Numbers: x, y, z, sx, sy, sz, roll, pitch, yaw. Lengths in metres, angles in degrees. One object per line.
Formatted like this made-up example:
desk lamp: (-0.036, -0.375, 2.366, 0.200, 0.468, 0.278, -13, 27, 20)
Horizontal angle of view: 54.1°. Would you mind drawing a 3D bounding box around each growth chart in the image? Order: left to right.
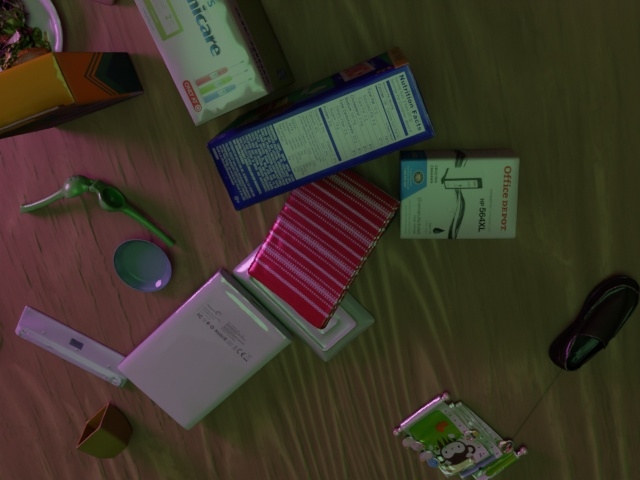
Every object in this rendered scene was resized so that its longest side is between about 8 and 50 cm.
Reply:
growth chart: (0.285, 0.422, 1.303, 0.237, 0.021, 0.172, 38, 108, -6)

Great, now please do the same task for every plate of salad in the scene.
plate of salad: (-0.559, -0.372, 1.113, 0.200, 0.048, 0.199, 2, 111, 6)

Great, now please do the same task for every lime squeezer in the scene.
lime squeezer: (-0.429, -0.064, 1.198, 0.311, 0.059, 0.109, 13, 108, 0)

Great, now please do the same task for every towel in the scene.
towel: (0.000, 0.000, 1.136, 0.199, 0.031, 0.274, 35, 100, 24)

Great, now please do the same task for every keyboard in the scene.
keyboard: (-0.517, 0.225, 1.321, 0.256, 0.014, 0.072, 29, 102, -4)

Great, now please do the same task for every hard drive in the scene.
hard drive: (-0.235, 0.226, 1.274, 0.307, 0.040, 0.203, -42, 100, 15)

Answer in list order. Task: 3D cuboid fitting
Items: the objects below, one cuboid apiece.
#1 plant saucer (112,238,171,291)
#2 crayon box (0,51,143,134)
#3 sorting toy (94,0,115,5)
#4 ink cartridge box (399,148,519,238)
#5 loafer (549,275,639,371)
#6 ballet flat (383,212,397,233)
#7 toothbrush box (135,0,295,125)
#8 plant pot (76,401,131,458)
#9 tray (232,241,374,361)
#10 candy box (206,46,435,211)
plant saucer: (-0.348, 0.046, 1.235, 0.119, 0.021, 0.119, 4, 117, 7)
crayon box: (-0.443, -0.231, 1.005, 0.203, 0.323, 0.083, -17, 105, 10)
sorting toy: (-0.474, -0.555, 1.060, 0.307, 0.041, 0.229, 17, 113, 0)
ink cartridge box: (0.242, -0.083, 1.113, 0.203, 0.086, 0.148, -1, 107, 6)
loafer: (0.521, 0.166, 1.169, 0.080, 0.078, 0.220, 29, 108, -4)
ballet flat: (0.053, 0.015, 1.167, 0.079, 0.077, 0.221, 35, 98, 23)
toothbrush box: (-0.150, -0.311, 0.975, 0.122, 0.283, 0.206, -22, 105, 11)
plant pot: (-0.454, 0.417, 1.340, 0.081, 0.081, 0.083, -42, 110, 15)
tray: (-0.034, 0.114, 1.230, 0.145, 0.030, 0.270, -43, 99, 15)
candy box: (0.006, -0.188, 1.007, 0.317, 0.268, 0.122, -19, 108, 10)
